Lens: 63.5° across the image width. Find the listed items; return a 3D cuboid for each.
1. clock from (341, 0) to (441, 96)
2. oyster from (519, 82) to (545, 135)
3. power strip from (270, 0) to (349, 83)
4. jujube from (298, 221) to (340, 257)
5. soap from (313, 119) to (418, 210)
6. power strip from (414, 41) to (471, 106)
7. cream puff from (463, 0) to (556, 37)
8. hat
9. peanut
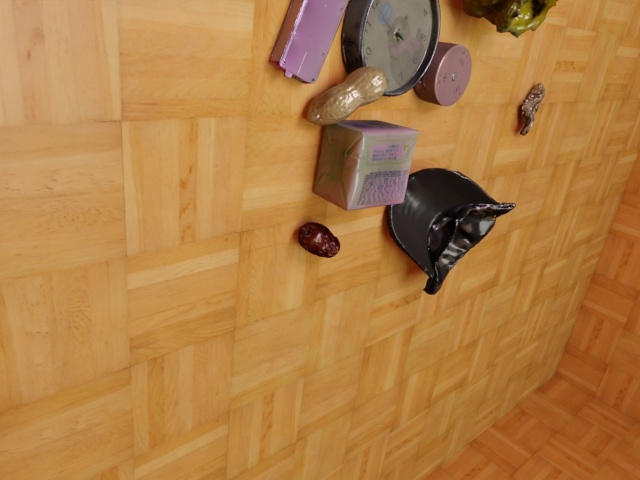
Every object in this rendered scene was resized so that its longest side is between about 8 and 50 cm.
[{"bbox_3d":[0.165,-0.460,1.154,0.281,0.055,0.280,-24,128,-35],"label":"clock"},{"bbox_3d":[0.696,-0.434,1.708,0.105,0.056,0.177,-10,120,-55],"label":"oyster"},{"bbox_3d":[-0.007,-0.442,1.002,0.109,0.038,0.278,14,102,-49],"label":"power strip"},{"bbox_3d":[0.000,0.000,1.236,0.129,0.077,0.077,25,93,-51],"label":"jujube"},{"bbox_3d":[0.103,-0.177,1.190,0.200,0.138,0.182,-12,119,-41],"label":"soap"},{"bbox_3d":[0.307,-0.419,1.304,0.154,0.078,0.154,-25,129,-35],"label":"power strip"},{"bbox_3d":[0.458,-0.585,1.210,0.282,0.282,0.185,13,82,-48],"label":"cream puff"},{"bbox_3d":[0.353,-0.059,1.538,0.382,0.257,0.366,42,97,-14],"label":"hat"},{"bbox_3d":[0.053,-0.300,1.086,0.187,0.082,0.082,-34,136,-2],"label":"peanut"}]
